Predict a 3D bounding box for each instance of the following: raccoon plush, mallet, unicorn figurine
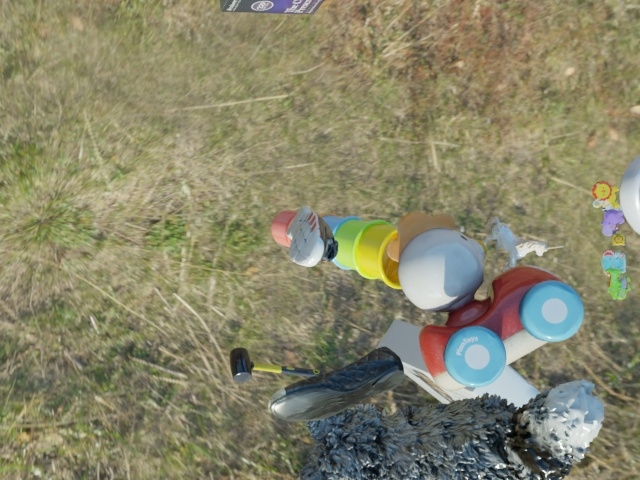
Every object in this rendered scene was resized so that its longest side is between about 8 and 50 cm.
[{"bbox_3d":[0.148,0.264,1.145,0.299,0.446,0.216,16,41,-8],"label":"raccoon plush"},{"bbox_3d":[-0.082,0.251,1.534,0.190,0.062,0.039,16,131,-19],"label":"mallet"},{"bbox_3d":[0.401,0.012,1.683,0.162,0.111,0.060,39,48,16],"label":"unicorn figurine"}]

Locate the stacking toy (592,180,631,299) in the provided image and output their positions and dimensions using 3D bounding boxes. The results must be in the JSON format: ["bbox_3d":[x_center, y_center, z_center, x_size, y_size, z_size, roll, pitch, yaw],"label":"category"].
[{"bbox_3d":[0.563,0.006,1.565,0.167,0.052,0.221,12,76,-62],"label":"stacking toy"}]

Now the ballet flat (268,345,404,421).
[{"bbox_3d":[0.018,0.171,0.957,0.173,0.049,0.057,-14,127,-20],"label":"ballet flat"}]

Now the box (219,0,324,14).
[{"bbox_3d":[-0.054,-0.481,1.352,0.184,0.261,0.103,-2,79,-22],"label":"box"}]

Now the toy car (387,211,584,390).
[{"bbox_3d":[0.194,0.053,1.062,0.210,0.219,0.238,-30,81,0],"label":"toy car"}]

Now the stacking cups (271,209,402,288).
[{"bbox_3d":[0.034,0.005,1.283,0.096,0.316,0.096,-5,100,-33],"label":"stacking cups"}]

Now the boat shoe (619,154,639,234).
[{"bbox_3d":[0.592,-0.016,1.173,0.367,0.156,0.136,29,85,-33],"label":"boat shoe"}]

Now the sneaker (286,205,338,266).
[{"bbox_3d":[0.000,0.000,1.016,0.065,0.158,0.061,32,103,-14],"label":"sneaker"}]

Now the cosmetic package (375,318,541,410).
[{"bbox_3d":[0.324,0.311,1.723,0.284,0.377,0.097,37,79,-23],"label":"cosmetic package"}]
